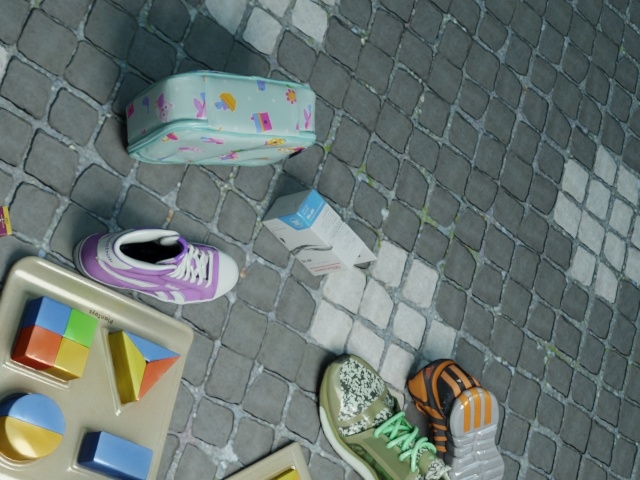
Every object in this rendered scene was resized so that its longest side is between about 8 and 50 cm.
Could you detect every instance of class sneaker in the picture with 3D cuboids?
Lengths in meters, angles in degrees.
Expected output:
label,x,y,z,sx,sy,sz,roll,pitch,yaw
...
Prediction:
label,x,y,z,sx,sy,sz,roll,pitch,yaw
sneaker,0.240,0.346,2.180,0.125,0.180,0.321,-12,124,-21
sneaker,-0.215,0.039,1.836,0.282,0.161,0.102,6,77,-40
sneaker,0.152,0.365,2.054,0.158,0.182,0.410,-35,98,-40

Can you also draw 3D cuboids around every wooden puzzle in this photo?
label,x,y,z,sx,sy,sz,roll,pitch,yaw
wooden puzzle,-0.079,0.469,1.945,0.239,0.044,0.221,-24,97,-39
wooden puzzle,-0.344,0.234,1.747,0.322,0.080,0.347,29,65,-33

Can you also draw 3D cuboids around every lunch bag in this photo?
label,x,y,z,sx,sy,sz,roll,pitch,yaw
lunch bag,-0.154,-0.179,1.888,0.279,0.224,0.108,3,77,-33

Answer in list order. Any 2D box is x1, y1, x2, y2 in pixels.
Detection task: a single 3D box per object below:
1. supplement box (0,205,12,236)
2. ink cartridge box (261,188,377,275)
label,x,y,z,sx,sy,sz,roll,pitch,yaw
supplement box,-0.485,-0.020,1.692,0.083,0.055,0.043,-9,88,-39
ink cartridge box,0.000,0.000,2.052,0.180,0.104,0.060,46,57,-23
